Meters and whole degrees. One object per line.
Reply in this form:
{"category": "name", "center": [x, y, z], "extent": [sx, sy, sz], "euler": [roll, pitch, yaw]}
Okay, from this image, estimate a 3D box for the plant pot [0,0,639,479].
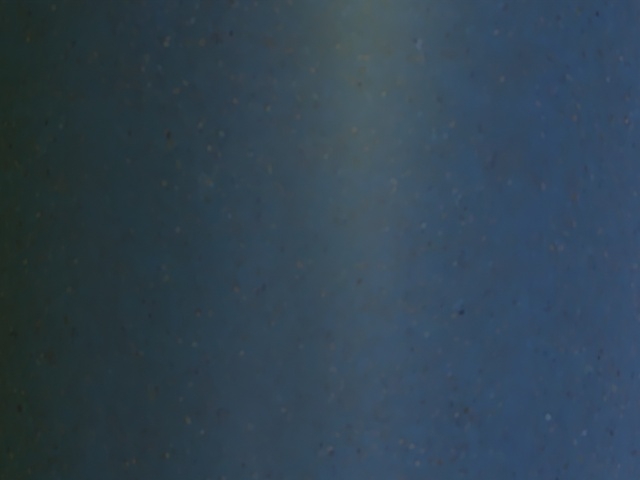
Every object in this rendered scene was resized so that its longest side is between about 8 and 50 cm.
{"category": "plant pot", "center": [0.000, 0.000, 0.532], "extent": [0.341, 0.341, 0.334], "euler": [3, 83, -9]}
